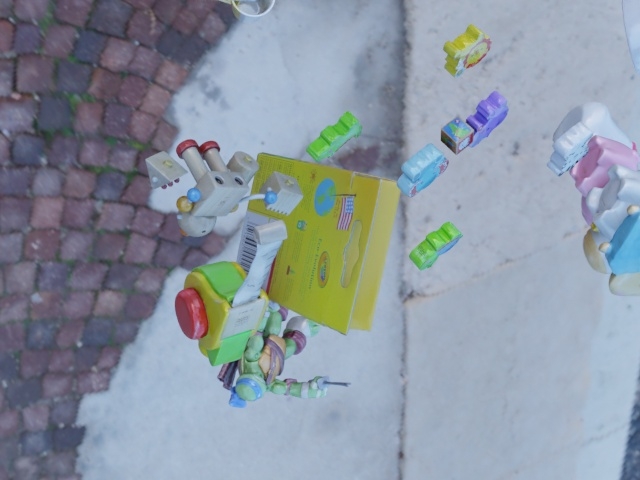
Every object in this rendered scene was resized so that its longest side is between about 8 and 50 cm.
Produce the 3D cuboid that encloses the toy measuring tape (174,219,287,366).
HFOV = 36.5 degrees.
[{"bbox_3d":[-0.118,0.048,1.242,0.121,0.121,0.330,-16,151,-28],"label":"toy measuring tape"}]

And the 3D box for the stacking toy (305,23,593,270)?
[{"bbox_3d":[0.124,-0.089,0.919,0.221,0.167,0.052,-37,157,-11],"label":"stacking toy"}]

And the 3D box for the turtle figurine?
[{"bbox_3d":[-0.041,0.177,1.744,0.198,0.266,0.274,32,119,-7],"label":"turtle figurine"}]

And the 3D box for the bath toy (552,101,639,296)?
[{"bbox_3d":[0.421,-0.064,1.378,0.129,0.348,0.151,22,124,-16],"label":"bath toy"}]

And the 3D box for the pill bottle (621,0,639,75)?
[{"bbox_3d":[0.605,-0.341,1.437,0.161,0.283,0.161,30,56,-57],"label":"pill bottle"}]

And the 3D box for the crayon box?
[{"bbox_3d":[0.000,0.000,1.305,0.081,0.318,0.202,10,96,-31],"label":"crayon box"}]

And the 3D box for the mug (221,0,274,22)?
[{"bbox_3d":[-0.104,-0.341,1.363,0.078,0.064,0.062,46,79,-4],"label":"mug"}]

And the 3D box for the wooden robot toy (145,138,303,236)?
[{"bbox_3d":[-0.103,-0.040,0.891,0.173,0.076,0.079,0,137,-48],"label":"wooden robot toy"}]
